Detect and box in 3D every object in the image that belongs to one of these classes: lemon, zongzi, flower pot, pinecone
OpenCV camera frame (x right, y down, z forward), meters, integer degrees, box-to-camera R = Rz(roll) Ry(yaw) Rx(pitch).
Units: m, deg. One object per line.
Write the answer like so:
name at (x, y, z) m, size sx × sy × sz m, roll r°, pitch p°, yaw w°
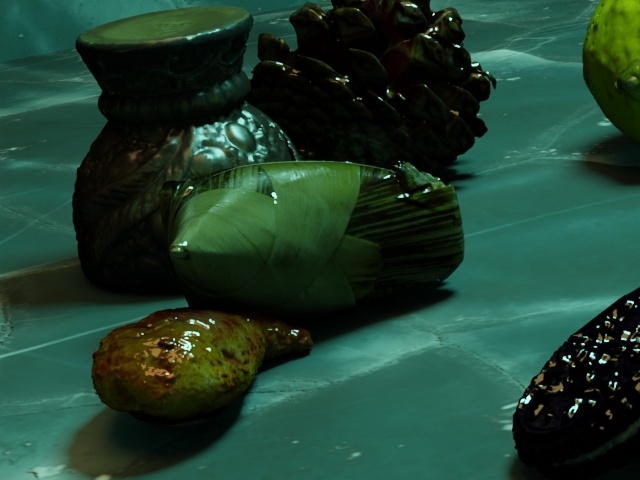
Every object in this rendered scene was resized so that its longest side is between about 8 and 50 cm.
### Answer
lemon at (0.438, -0.222, 2.152) m, size 0.253 × 0.253 × 0.310 m, roll 5°, pitch 28°, yaw 37°
zongzi at (0.000, 0.000, 1.684) m, size 0.289 × 0.154 × 0.317 m, roll -8°, pitch 4°, yaw -3°
flower pot at (-0.150, -0.106, 1.976) m, size 0.267 × 0.267 × 0.266 m, roll -6°, pitch 16°, yaw 2°
pinecone at (0.059, -0.186, 2.193) m, size 0.296 × 0.242 × 0.298 m, roll -25°, pitch 19°, yaw -40°

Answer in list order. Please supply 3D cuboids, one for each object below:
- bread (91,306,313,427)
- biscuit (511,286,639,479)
bread at (-0.110, 0.095, 1.585) m, size 0.139 × 0.095 × 0.269 m, roll 6°, pitch 16°, yaw 19°
biscuit at (0.222, 0.101, 1.344) m, size 0.194 × 0.053 × 0.194 m, roll -42°, pitch 12°, yaw 11°
